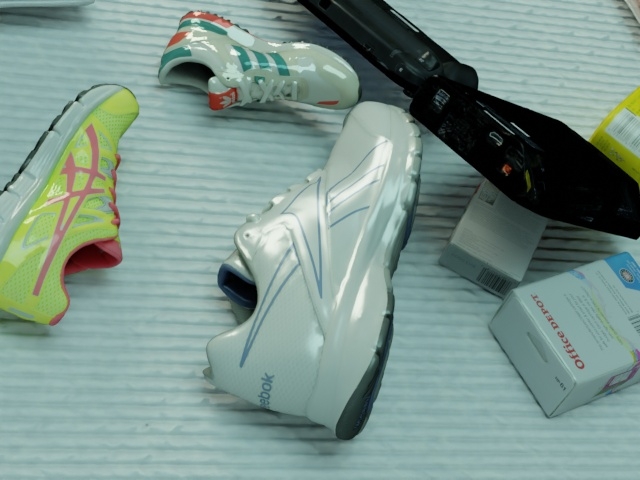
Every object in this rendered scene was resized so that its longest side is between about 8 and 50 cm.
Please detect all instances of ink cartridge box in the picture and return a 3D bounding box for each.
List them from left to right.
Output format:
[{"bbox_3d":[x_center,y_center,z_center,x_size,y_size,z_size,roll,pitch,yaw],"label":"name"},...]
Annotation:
[{"bbox_3d":[0.143,-0.012,1.207,0.063,0.029,0.115,29,47,2],"label":"ink cartridge box"},{"bbox_3d":[0.202,0.069,1.152,0.122,0.052,0.088,-15,61,-32],"label":"ink cartridge box"}]

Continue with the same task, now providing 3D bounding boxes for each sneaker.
[{"bbox_3d":[-0.171,-0.022,1.060,0.094,0.081,0.208,33,55,-5],"label":"sneaker"},{"bbox_3d":[-0.051,-0.122,1.189,0.161,0.057,0.075,20,53,11],"label":"sneaker"},{"bbox_3d":[0.000,0.000,1.092,0.129,0.111,0.297,12,46,3],"label":"sneaker"}]

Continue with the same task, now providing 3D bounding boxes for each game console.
[{"bbox_3d":[0.102,-0.126,1.227,0.361,0.044,0.213,45,19,30],"label":"game console"}]

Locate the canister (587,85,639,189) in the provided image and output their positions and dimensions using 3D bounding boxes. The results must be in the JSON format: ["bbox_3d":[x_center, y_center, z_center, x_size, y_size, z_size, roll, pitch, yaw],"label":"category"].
[{"bbox_3d":[0.318,-0.056,1.286,0.170,0.073,0.126,41,50,13],"label":"canister"}]

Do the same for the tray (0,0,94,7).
[{"bbox_3d":[-0.286,-0.280,1.237,0.145,0.030,0.270,-6,57,-27],"label":"tray"}]

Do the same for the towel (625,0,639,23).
[{"bbox_3d":[0.445,-0.219,1.479,0.332,0.053,0.317,-5,57,-25],"label":"towel"}]
